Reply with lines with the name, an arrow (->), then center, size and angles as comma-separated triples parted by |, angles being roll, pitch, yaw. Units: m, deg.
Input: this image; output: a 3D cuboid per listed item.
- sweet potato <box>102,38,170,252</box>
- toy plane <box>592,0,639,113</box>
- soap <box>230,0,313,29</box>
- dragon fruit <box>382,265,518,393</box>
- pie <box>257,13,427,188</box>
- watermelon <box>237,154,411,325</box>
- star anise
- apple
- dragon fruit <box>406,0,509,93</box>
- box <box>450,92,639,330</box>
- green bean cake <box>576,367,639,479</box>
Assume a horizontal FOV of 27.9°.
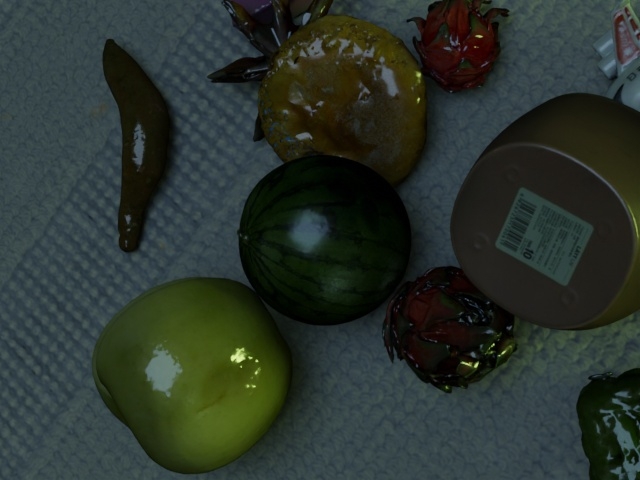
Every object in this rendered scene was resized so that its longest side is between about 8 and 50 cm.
sweet potato -> -0.283, -0.157, 2.008 | 0.108, 0.079, 0.346 | -13, 79, 48
toy plane -> 0.472, -0.220, 1.696 | 0.252, 0.118, 0.252 | -3, 82, 24
soap -> -0.087, -0.466, 1.964 | 0.181, 0.081, 0.259 | -25, 74, 17
dragon fruit -> 0.179, 0.118, 1.735 | 0.188, 0.182, 0.182 | 27, 93, 30
pie -> 0.033, -0.185, 1.835 | 0.273, 0.069, 0.273 | 4, 109, 12
watermelon -> 0.005, 0.001, 1.780 | 0.242, 0.242, 0.242 | -3, 82, 21
star anise -> -0.037, -0.269, 1.895 | 0.288, 0.088, 0.288 | 3, 111, 9
apple -> -0.180, 0.179, 1.810 | 0.254, 0.292, 0.292 | -30, 71, -15
dragon fruit -> 0.195, -0.280, 1.818 | 0.121, 0.130, 0.142 | -22, 74, 52
box -> 0.314, -0.031, 1.634 | 0.301, 0.216, 0.301 | 9, 107, 31
green bean cake -> 0.466, 0.272, 1.612 | 0.250, 0.156, 0.247 | -14, 80, 19
